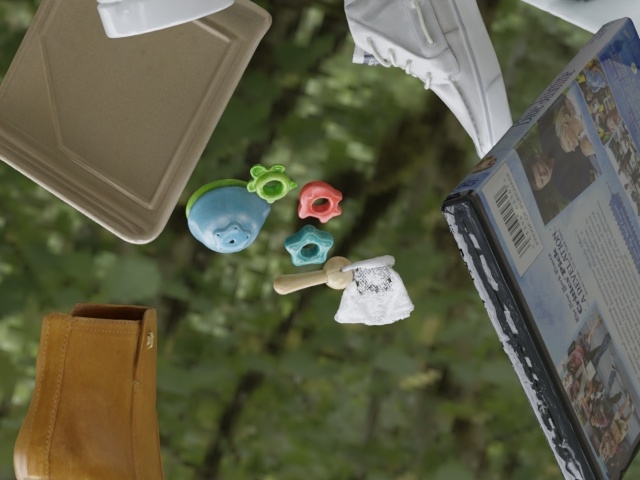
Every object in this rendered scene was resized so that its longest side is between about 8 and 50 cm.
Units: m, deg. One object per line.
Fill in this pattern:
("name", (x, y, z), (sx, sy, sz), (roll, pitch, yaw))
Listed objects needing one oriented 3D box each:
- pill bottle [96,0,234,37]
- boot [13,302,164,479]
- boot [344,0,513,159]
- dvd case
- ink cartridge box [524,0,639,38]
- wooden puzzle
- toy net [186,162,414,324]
("pill bottle", (-0.128, -0.251, 1.329), (0.121, 0.216, 0.121), (-15, -166, 4))
("boot", (-0.143, 0.155, 1.507), (0.104, 0.211, 0.295), (6, 173, 17))
("boot", (0.090, -0.176, 1.828), (0.123, 0.258, 0.095), (-19, -179, 1))
("dvd case", (0.155, 0.004, 1.088), (0.022, 0.180, 0.253), (-15, -162, 34))
("ink cartridge box", (0.184, -0.245, 1.180), (0.275, 0.239, 0.060), (23, -149, -9))
("wooden puzzle", (-0.179, -0.145, 1.805), (0.221, 0.238, 0.044), (32, -175, 24))
("toy net", (0.000, 0.000, 1.734), (0.232, 0.122, 0.045), (27, -149, -34))
